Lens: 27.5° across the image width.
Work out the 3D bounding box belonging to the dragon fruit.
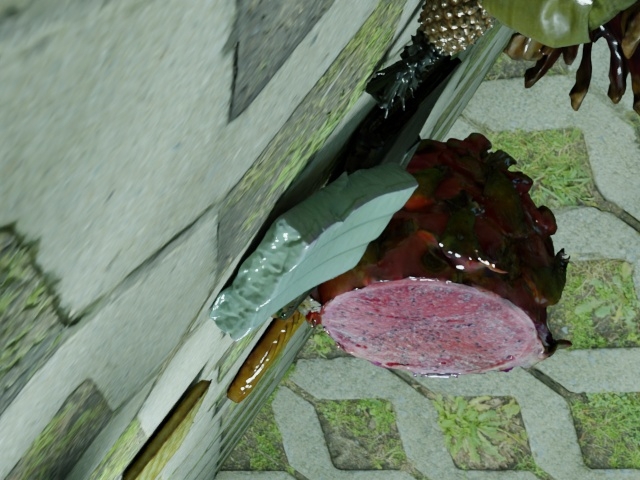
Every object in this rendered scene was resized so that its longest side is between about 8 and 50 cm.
[{"bbox_3d":[0.145,0.005,1.614,0.296,0.314,0.263,-18,-127,36],"label":"dragon fruit"}]

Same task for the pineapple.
[{"bbox_3d":[0.077,-0.150,1.001,0.124,0.058,0.058,-42,-179,20],"label":"pineapple"}]

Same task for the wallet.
[{"bbox_3d":[0.036,-0.049,1.309,0.169,0.044,0.317,-47,171,-37],"label":"wallet"}]

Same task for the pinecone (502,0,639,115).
[{"bbox_3d":[0.402,-0.284,1.445,0.384,0.384,0.384,-55,176,-6],"label":"pinecone"}]

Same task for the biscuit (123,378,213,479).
[{"bbox_3d":[-0.169,0.224,1.345,0.139,0.016,0.231,-53,176,-26],"label":"biscuit"}]

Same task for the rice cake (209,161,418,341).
[{"bbox_3d":[0.000,0.000,1.096,0.127,0.043,0.237,-53,169,25],"label":"rice cake"}]

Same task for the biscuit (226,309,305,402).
[{"bbox_3d":[-0.058,0.134,1.795,0.228,0.031,0.176,-58,173,34],"label":"biscuit"}]

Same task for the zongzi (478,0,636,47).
[{"bbox_3d":[0.158,-0.219,0.773,0.250,0.125,0.274,-65,170,27],"label":"zongzi"}]
